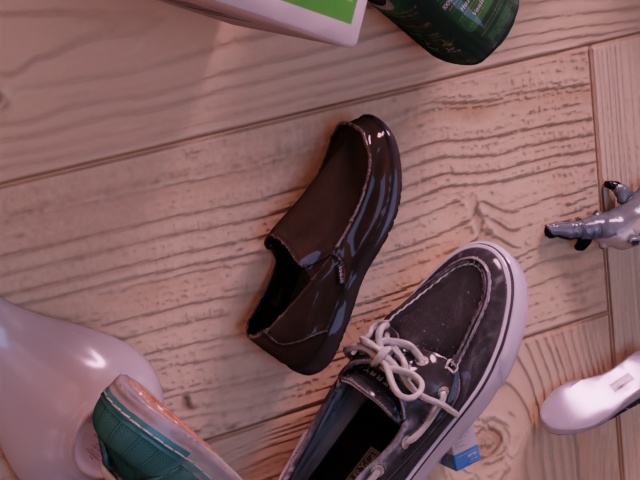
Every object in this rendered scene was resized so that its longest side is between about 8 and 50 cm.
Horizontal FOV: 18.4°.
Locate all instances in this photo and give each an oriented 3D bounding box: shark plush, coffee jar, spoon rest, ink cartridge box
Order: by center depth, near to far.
[{"bbox_3d":[-0.213,0.100,1.497,0.137,0.084,0.276,-47,133,-14],"label":"spoon rest"},{"bbox_3d":[0.068,-0.220,1.583,0.184,0.096,0.079,35,83,-33],"label":"coffee jar"},{"bbox_3d":[0.108,0.153,1.713,0.028,0.048,0.083,-23,112,-26],"label":"ink cartridge box"},{"bbox_3d":[0.275,-0.026,1.797,0.161,0.073,0.067,-15,88,-8],"label":"shark plush"}]

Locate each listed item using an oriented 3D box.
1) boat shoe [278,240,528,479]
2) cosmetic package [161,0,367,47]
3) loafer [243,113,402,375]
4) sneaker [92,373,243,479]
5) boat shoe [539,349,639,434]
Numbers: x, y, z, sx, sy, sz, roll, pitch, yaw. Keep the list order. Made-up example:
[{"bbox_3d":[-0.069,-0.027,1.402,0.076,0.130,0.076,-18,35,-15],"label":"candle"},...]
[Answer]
[{"bbox_3d":[0.060,0.122,1.631,0.306,0.113,0.105,-52,146,-5],"label":"boat shoe"},{"bbox_3d":[-0.042,-0.345,1.435,0.197,0.155,0.366,11,94,-45],"label":"cosmetic package"},{"bbox_3d":[0.000,0.000,1.595,0.078,0.080,0.220,17,91,-34],"label":"loafer"},{"bbox_3d":[-0.115,0.217,1.510,0.121,0.108,0.302,-43,143,-11],"label":"sneaker"},{"bbox_3d":[0.261,0.146,1.811,0.142,0.049,0.040,-24,150,-21],"label":"boat shoe"}]
